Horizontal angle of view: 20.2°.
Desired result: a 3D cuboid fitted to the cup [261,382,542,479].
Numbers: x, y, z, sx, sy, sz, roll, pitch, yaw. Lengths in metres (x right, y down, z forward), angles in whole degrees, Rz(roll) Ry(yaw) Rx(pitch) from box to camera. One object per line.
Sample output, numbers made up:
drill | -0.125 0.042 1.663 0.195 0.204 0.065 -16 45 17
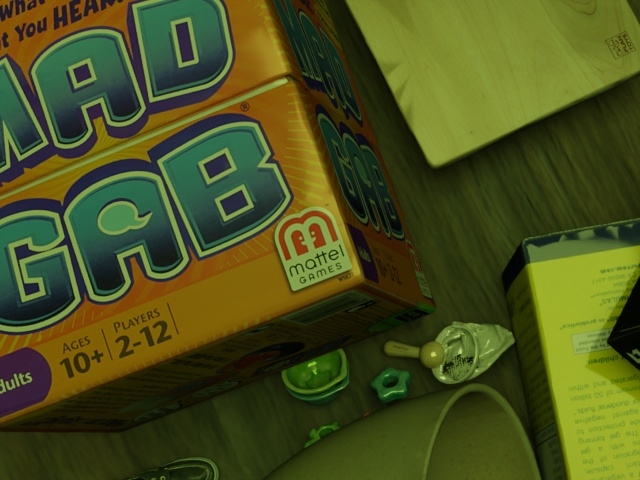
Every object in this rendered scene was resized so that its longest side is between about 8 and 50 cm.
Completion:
cup | 0.052 0.306 1.667 0.237 0.331 0.331 -7 78 27

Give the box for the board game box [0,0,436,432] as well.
board game box | -0.143 -0.048 1.648 0.356 0.356 0.356 -22 80 10

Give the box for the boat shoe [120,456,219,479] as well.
boat shoe | -0.169 0.252 1.788 0.142 0.040 0.049 -19 80 -3

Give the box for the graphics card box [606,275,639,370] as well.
graphics card box | 0.455 0.105 1.623 0.371 0.094 0.233 39 62 -12

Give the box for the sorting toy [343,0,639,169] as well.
sorting toy | 0.169 -0.231 1.856 0.255 0.089 0.257 -25 81 -5

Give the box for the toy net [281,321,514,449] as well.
toy net | 0.082 0.131 1.781 0.232 0.045 0.122 -19 41 2

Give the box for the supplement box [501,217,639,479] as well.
supplement box | 0.308 0.170 1.727 0.195 0.194 0.357 -9 80 -2
